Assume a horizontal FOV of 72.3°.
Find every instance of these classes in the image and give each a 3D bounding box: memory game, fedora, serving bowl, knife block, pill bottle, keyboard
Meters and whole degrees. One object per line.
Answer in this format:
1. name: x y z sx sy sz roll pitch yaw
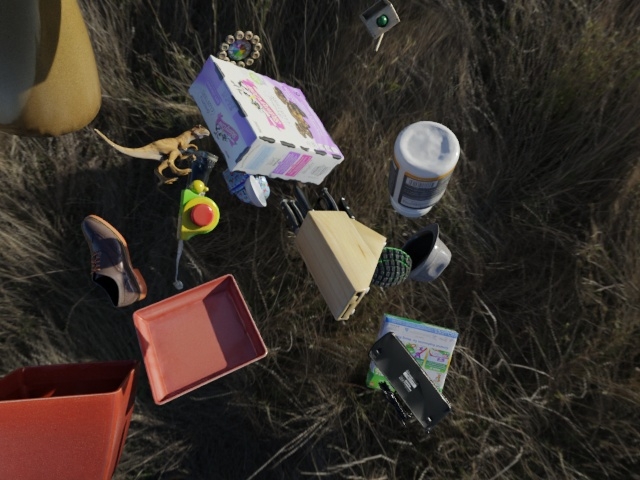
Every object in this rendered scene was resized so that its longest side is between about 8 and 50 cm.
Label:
1. memory game: -0.323 -0.762 1.763 0.186 0.186 0.012 -26 70 0
2. fedora: 0.408 0.071 1.697 0.124 0.275 0.244 32 50 -13
3. serving bowl: -0.167 -0.119 1.099 0.027 0.083 0.083 -23 91 7
4. knife block: 0.000 0.000 0.884 0.242 0.276 0.088 28 126 2
5. pill bottle: 0.267 -0.179 1.190 0.162 0.278 0.162 -1 69 3
6. keyboard: 0.162 0.283 0.864 0.100 0.038 0.192 -34 79 -18

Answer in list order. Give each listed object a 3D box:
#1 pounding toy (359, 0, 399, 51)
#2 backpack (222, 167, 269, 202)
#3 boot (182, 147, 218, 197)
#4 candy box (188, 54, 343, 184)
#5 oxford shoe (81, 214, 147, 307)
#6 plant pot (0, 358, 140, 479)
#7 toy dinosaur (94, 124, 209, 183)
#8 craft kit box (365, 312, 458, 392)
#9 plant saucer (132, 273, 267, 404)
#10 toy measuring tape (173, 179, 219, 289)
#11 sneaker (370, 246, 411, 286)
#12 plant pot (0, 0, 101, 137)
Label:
1. pounding toy: 0.218 -0.796 1.615 0.130 0.141 0.100 -31 128 16
2. backpack: -0.295 -0.228 1.773 0.158 0.117 0.174 -18 95 34
3. boot: -0.507 -0.268 1.736 0.236 0.085 0.179 15 88 44
4. candy box: -0.079 -0.177 0.676 0.070 0.196 0.165 -42 66 31
5. oxford shoe: -0.581 0.055 1.191 0.096 0.098 0.271 -32 91 30
6. plant pot: -0.538 0.406 0.920 0.267 0.267 0.236 -1 89 -13
7. toy dinosaur: -0.311 -0.169 0.847 0.211 0.064 0.112 -25 92 -40
8. craft kit box: 0.301 0.389 1.451 0.249 0.061 0.247 14 93 -3
9. plant saucer: -0.289 0.230 1.046 0.258 0.048 0.258 -22 53 -16
10. toy measuring tape: -0.374 -0.016 1.330 0.121 0.121 0.331 6 93 0
11. sneaker: 0.143 0.063 1.466 0.343 0.146 0.134 9 104 -12
12. plant pot: -0.495 -0.345 0.735 0.237 0.254 0.237 13 58 -22
